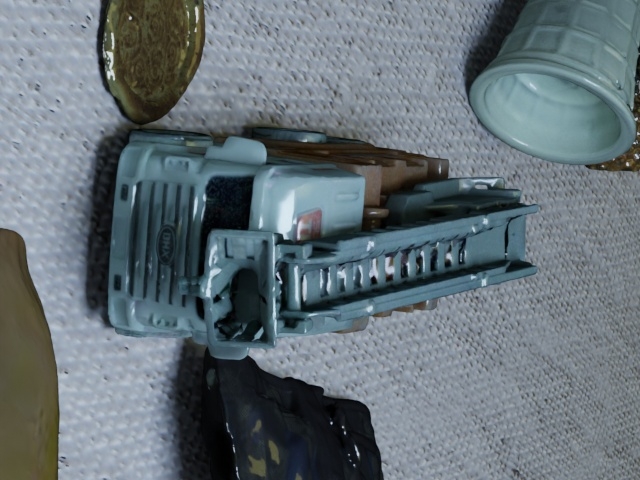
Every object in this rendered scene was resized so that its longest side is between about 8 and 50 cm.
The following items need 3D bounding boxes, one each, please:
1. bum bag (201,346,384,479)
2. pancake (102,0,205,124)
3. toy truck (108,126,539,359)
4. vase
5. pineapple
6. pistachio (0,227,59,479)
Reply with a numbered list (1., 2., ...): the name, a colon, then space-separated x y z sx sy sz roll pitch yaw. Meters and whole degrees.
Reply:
1. bum bag: -0.009 0.162 1.373 0.310 0.074 0.137 31 52 -63
2. pancake: -0.103 -0.128 1.206 0.115 0.011 0.115 -18 112 -58
3. toy truck: 0.000 0.000 1.247 0.338 0.184 0.133 -5 101 -61
4. vase: 0.237 -0.224 1.671 0.143 0.143 0.299 57 47 -50
5. pineapple: 0.276 -0.145 1.825 0.074 0.074 0.159 -19 111 -58
6. pistachio: -0.204 0.108 0.939 0.213 0.162 0.261 126 -24 -79
